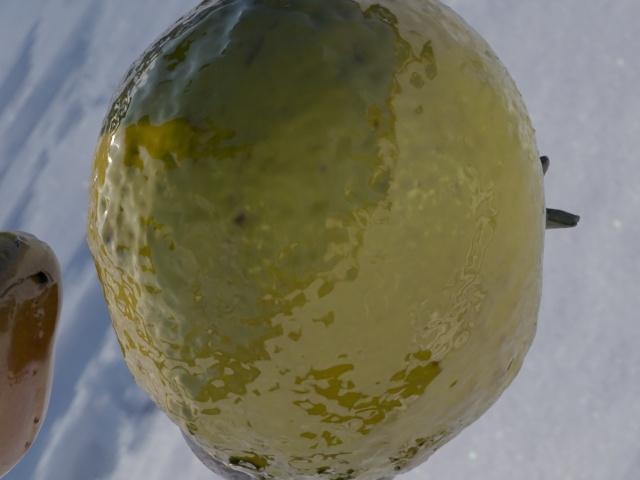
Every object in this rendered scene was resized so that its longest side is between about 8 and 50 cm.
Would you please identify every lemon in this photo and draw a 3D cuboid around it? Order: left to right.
[{"bbox_3d":[0.000,0.000,1.003,0.245,0.320,0.245,-6,29,3],"label":"lemon"}]

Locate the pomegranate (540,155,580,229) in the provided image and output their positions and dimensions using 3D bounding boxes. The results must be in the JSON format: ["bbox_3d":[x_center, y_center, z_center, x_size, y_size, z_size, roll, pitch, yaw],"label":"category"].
[{"bbox_3d":[0.081,0.022,1.321,0.224,0.181,0.181,-45,23,-28],"label":"pomegranate"}]

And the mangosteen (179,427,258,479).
[{"bbox_3d":[-0.012,0.130,1.508,0.192,0.192,0.217,-51,57,9],"label":"mangosteen"}]

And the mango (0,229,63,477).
[{"bbox_3d":[-0.289,0.101,1.542,0.236,0.136,0.166,-66,-13,6],"label":"mango"}]
